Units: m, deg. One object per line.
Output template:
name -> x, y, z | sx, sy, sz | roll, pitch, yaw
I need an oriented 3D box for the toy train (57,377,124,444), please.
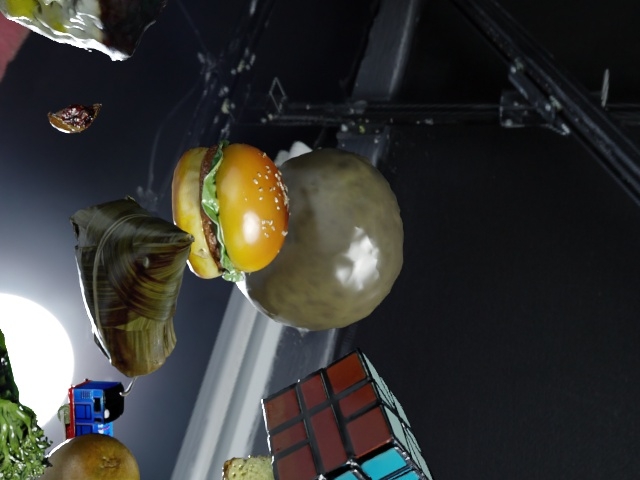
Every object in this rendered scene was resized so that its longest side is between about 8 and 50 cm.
toy train -> -0.515, 0.419, 1.309 | 0.131, 0.083, 0.203 | -1, -90, 11

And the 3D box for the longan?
longan -> 0.002, 0.009, 1.382 | 0.436, 0.404, 0.403 | -37, -131, 32

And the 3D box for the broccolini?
broccolini -> -0.230, 0.104, 0.409 | 0.054, 0.239, 0.051 | 4, -138, -9

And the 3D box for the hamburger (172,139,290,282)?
hamburger -> -0.138, -0.050, 0.981 | 0.170, 0.246, 0.245 | -6, -122, 3

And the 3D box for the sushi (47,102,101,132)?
sushi -> -0.442, -0.224, 1.056 | 0.047, 0.050, 0.099 | -20, -165, 45

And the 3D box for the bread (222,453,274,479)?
bread -> -0.149, 0.627, 1.366 | 0.143, 0.139, 0.228 | -10, -117, -4

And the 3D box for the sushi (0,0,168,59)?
sushi -> -0.340, -0.450, 0.847 | 0.281, 0.300, 0.294 | -20, -142, 60

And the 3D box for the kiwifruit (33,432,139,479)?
kiwifruit -> -0.475, 0.496, 1.163 | 0.234, 0.196, 0.195 | -40, -131, 31

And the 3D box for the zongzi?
zongzi -> -0.151, 0.064, 0.531 | 0.084, 0.187, 0.184 | -21, -156, -38

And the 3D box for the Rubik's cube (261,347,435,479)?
Rubik's cube -> 0.065, 0.475, 1.326 | 0.284, 0.288, 0.293 | -28, -147, 7
